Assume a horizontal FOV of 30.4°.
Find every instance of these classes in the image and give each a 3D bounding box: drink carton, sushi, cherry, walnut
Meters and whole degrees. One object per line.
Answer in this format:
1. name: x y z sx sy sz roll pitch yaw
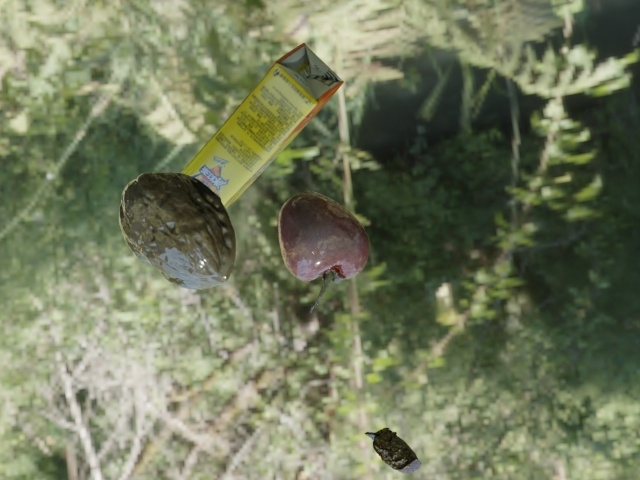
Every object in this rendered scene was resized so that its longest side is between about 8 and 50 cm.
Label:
1. drink carton: -0.123 -0.194 2.176 0.351 0.111 0.154 -44 -178 31
2. sushi: 0.133 0.384 2.155 0.052 0.120 0.055 -43 135 0
3. cherry: -0.002 -0.002 1.379 0.106 0.126 0.087 -29 168 -42
4. walnut: -0.229 -0.014 1.950 0.178 0.230 0.178 -40 164 -14
